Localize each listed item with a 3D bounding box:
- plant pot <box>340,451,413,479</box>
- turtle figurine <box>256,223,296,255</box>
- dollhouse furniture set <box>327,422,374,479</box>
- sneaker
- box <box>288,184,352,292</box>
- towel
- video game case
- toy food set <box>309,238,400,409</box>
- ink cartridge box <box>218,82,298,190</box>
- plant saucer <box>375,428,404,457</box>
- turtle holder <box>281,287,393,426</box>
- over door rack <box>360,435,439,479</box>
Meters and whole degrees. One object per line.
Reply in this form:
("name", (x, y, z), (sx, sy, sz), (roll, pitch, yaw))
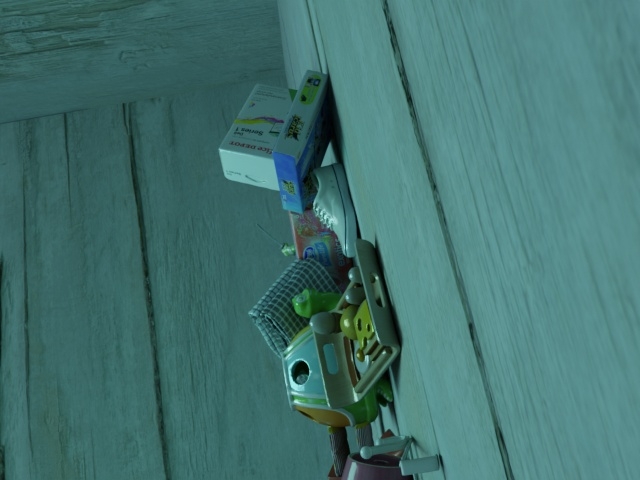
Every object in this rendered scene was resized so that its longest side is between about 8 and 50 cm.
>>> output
("plant pot", (0.109, 0.526, 1.326), (0.201, 0.201, 0.180), (108, 167, -85))
("turtle figurine", (-0.042, 0.001, 2.401), (0.198, 0.274, 0.266), (-55, -36, -41))
("dollhouse furniture set", (0.114, 0.521, 1.957), (0.374, 0.152, 0.202), (-39, -60, -73))
("sneaker", (0.030, -0.068, 1.582), (0.094, 0.091, 0.258), (84, 175, -56))
("box", (0.000, 0.000, 1.856), (0.142, 0.154, 0.300), (-104, 5, -55))
("towel", (-0.025, 0.216, 1.743), (0.284, 0.121, 0.235), (56, -132, -20))
("video game case", (-0.038, -0.235, 1.642), (0.270, 0.061, 0.244), (84, -155, -64))
("toy food set", (0.052, 0.172, 1.315), (0.306, 0.092, 0.220), (115, 150, -51))
("ink cartridge box", (-0.128, -0.285, 1.825), (0.117, 0.201, 0.278), (84, -157, -53))
("plant saucer", (0.175, 0.579, 1.513), (0.259, 0.047, 0.259), (106, 154, -83))
("turtle holder", (0.025, 0.270, 1.540), (0.243, 0.227, 0.321), (-152, 51, -87))
("over door rack", (0.141, 0.456, 1.092), (0.324, 0.108, 0.240), (95, 164, -80))
